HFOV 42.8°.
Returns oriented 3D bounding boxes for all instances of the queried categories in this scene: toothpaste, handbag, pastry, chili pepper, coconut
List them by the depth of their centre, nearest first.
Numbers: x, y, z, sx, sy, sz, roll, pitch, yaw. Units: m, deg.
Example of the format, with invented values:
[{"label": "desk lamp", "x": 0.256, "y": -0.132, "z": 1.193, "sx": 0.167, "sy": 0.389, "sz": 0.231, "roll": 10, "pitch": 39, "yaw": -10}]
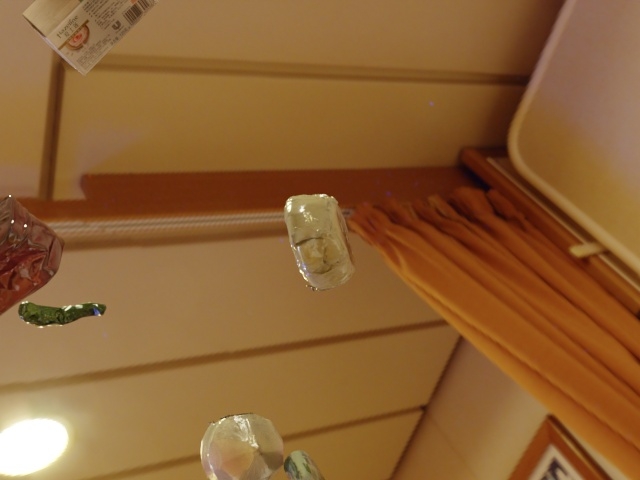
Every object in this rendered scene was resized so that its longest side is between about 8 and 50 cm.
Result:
[{"label": "toothpaste", "x": -0.016, "y": 0.289, "z": 0.992, "sx": 0.041, "sy": 0.064, "sz": 0.218, "roll": -46, "pitch": 3, "yaw": -10}, {"label": "coconut", "x": -0.102, "y": 0.278, "z": 1.080, "sx": 0.110, "sy": 0.110, "sz": 0.124, "roll": -9, "pitch": -13, "yaw": -29}, {"label": "pastry", "x": 0.000, "y": 0.000, "z": 1.326, "sx": 0.088, "sy": 0.165, "sz": 0.165, "roll": -16, "pitch": -43, "yaw": 7}, {"label": "handbag", "x": -0.544, "y": 0.039, "z": 1.343, "sx": 0.225, "sy": 0.146, "sz": 0.135, "roll": -31, "pitch": -53, "yaw": 10}, {"label": "chili pepper", "x": -0.562, "y": 0.159, "z": 1.772, "sx": 0.182, "sy": 0.050, "sz": 0.073, "roll": -3, "pitch": -28, "yaw": -31}]

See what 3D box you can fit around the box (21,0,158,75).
[{"label": "box", "x": -0.396, "y": -0.404, "z": 1.419, "sx": 0.199, "sy": 0.081, "sz": 0.135, "roll": -48, "pitch": -21, "yaw": -5}]
